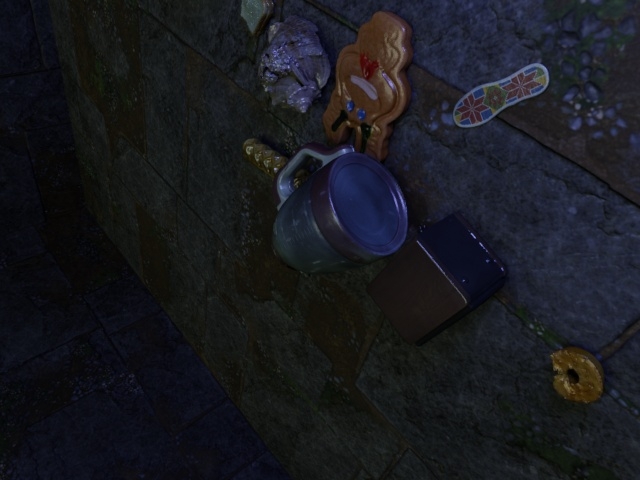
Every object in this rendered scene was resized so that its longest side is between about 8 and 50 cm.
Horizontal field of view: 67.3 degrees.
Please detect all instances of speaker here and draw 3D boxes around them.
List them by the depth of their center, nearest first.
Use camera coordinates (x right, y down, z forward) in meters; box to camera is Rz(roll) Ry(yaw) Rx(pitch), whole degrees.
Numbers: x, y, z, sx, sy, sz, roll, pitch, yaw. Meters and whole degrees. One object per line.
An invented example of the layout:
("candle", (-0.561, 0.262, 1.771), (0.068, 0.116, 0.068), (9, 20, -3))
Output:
("speaker", (0.235, 0.086, 1.016), (0.193, 0.153, 0.231), (52, 143, 15))

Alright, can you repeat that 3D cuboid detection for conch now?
("conch", (-0.064, -0.417, 1.123), (0.178, 0.163, 0.246), (-21, 75, 23))

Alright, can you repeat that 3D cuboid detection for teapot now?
("teapot", (-0.001, -0.071, 1.109), (0.312, 0.233, 0.315), (-26, 75, 45))

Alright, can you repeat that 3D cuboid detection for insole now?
("insole", (0.307, -0.249, 0.840), (0.193, 0.006, 0.065), (-16, 99, 55))

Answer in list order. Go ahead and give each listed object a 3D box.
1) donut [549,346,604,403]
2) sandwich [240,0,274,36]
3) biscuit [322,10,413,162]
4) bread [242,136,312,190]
("donut", (0.484, 0.249, 0.901), (0.097, 0.043, 0.108), (14, 121, 47))
("sandwich", (-0.158, -0.576, 1.194), (0.105, 0.035, 0.093), (-32, 85, 54))
("biscuit", (0.099, -0.314, 1.028), (0.202, 0.047, 0.334), (46, 141, 23))
("bread", (-0.092, -0.184, 1.324), (0.367, 0.077, 0.084), (36, 135, 32))
